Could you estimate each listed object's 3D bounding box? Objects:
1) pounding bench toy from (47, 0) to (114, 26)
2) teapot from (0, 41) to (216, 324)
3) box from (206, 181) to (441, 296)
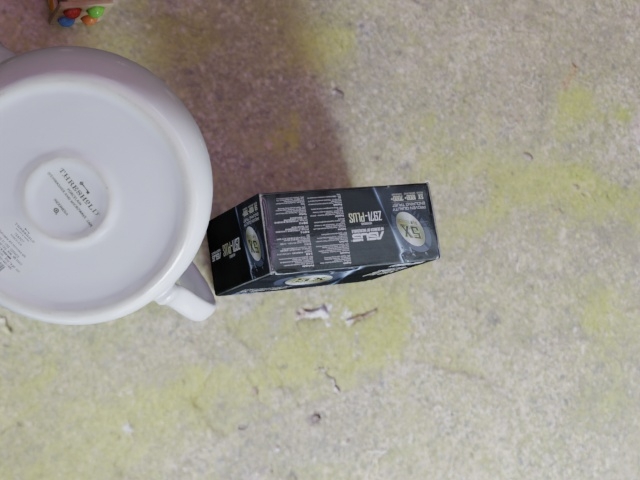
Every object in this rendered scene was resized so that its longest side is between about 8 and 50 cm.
[{"bbox_3d":[-0.220,-0.242,1.155,0.083,0.052,0.065,-10,85,-27],"label":"pounding bench toy"},{"bbox_3d":[-0.209,-0.054,1.061,0.252,0.187,0.256,5,105,-6],"label":"teapot"},{"bbox_3d":[0.000,0.000,1.160,0.180,0.147,0.077,-5,82,-27],"label":"box"}]
